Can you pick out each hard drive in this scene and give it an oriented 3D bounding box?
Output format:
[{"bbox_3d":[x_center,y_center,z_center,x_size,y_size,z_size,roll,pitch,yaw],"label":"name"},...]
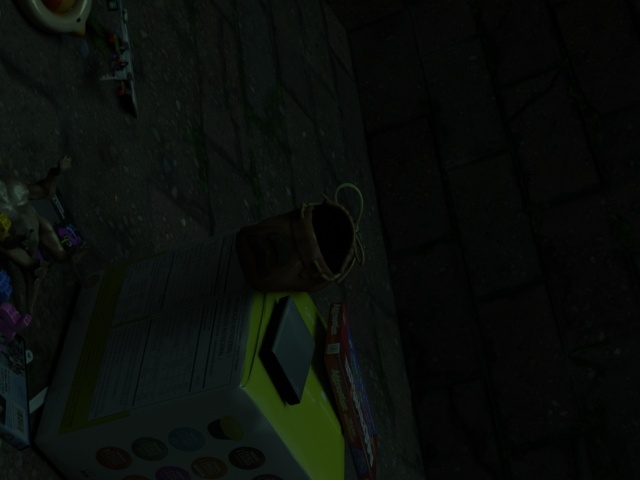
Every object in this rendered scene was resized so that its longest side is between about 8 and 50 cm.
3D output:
[{"bbox_3d":[-0.044,0.153,1.434,0.135,0.022,0.094,-73,142,-58],"label":"hard drive"}]

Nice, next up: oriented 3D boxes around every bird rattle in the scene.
[{"bbox_3d":[-0.462,-0.467,1.782,0.253,0.143,0.206,21,69,-63],"label":"bird rattle"}]

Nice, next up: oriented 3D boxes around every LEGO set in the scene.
[{"bbox_3d":[-0.385,-0.355,1.934,0.244,0.060,0.182,108,-26,-75],"label":"LEGO set"},{"bbox_3d":[-0.428,0.021,1.292,0.227,0.093,0.087,61,10,-20],"label":"LEGO set"}]

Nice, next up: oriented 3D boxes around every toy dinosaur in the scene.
[{"bbox_3d":[-0.445,-0.038,1.417,0.127,0.200,0.295,-55,153,-39],"label":"toy dinosaur"}]

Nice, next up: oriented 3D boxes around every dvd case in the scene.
[{"bbox_3d":[-0.444,0.133,1.275,0.253,0.022,0.180,56,11,-47],"label":"dvd case"}]

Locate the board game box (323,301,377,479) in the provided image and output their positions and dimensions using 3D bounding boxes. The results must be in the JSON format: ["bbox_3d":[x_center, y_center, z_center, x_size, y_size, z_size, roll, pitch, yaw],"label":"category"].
[{"bbox_3d":[0.052,0.254,1.653,0.145,0.027,0.281,-81,160,-57],"label":"board game box"}]

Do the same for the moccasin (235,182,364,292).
[{"bbox_3d":[-0.001,-0.003,1.511,0.380,0.147,0.139,12,61,-74],"label":"moccasin"}]

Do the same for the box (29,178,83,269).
[{"bbox_3d":[-0.430,-0.022,1.574,0.162,0.029,0.116,-58,128,-66],"label":"box"}]

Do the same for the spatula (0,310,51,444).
[{"bbox_3d":[-0.437,0.193,1.365,0.242,0.019,0.168,-51,120,-74],"label":"spatula"}]

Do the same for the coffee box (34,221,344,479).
[{"bbox_3d":[-0.171,0.236,1.566,0.338,0.334,0.337,-87,154,-49],"label":"coffee box"}]
